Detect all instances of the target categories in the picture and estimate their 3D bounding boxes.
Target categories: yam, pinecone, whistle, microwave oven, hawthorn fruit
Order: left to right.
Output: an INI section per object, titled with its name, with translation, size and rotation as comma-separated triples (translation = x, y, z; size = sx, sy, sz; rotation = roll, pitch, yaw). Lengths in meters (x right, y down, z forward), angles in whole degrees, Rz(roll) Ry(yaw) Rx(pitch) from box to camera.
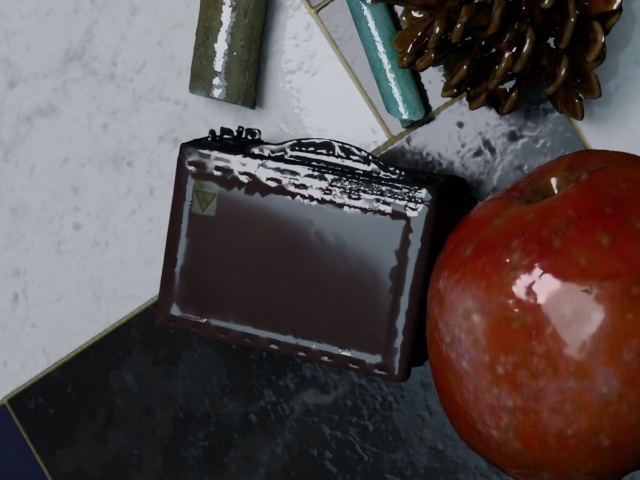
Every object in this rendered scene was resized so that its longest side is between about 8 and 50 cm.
[yam]
translation = -0.085, -0.213, 1.184
size = 0.068, 0.068, 0.169
rotation = 9, 95, 16
[microwave oven]
translation = -0.001, 0.001, 1.113
size = 0.247, 0.178, 0.188
rotation = 10, 96, 15
[whistle]
translation = 0.053, -0.195, 1.159
size = 0.039, 0.039, 0.186
rotation = -20, 87, 16
[pinecone]
translation = 0.148, -0.198, 1.065
size = 0.212, 0.168, 0.185
rotation = 1, 79, 4
[hawthorn fruit]
translation = 0.224, 0.070, 1.006
size = 0.284, 0.284, 0.284
rotation = 1, 93, 16
